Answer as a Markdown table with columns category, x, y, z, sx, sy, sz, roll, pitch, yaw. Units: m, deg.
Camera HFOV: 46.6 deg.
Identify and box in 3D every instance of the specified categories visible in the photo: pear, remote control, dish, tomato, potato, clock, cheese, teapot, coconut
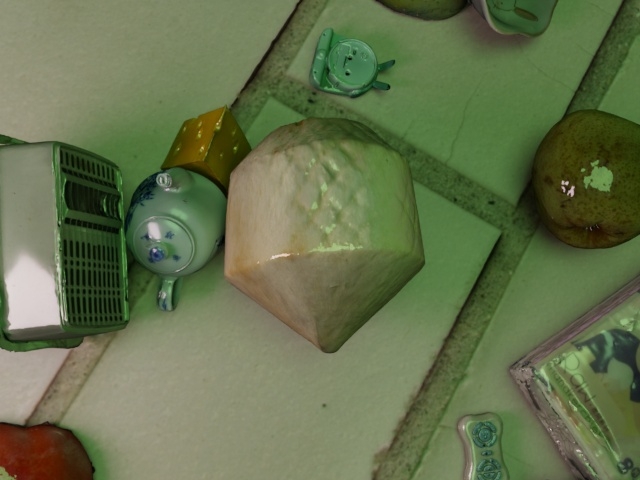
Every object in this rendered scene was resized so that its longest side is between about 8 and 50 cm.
| category | x | y | z | sx | sy | sz | roll | pitch | yaw |
| --- | --- | --- | --- | --- | --- | --- | --- | --- | --- |
| pear | 0.449 | -0.089 | 1.197 | 0.229 | 0.188 | 0.211 | 25 | 76 | -7 |
| remote control | 0.260 | 0.337 | 1.184 | 0.074 | 0.032 | 0.122 | -5 | 84 | -11 |
| dish | 0.308 | -0.448 | 1.267 | 0.229 | 0.081 | 0.229 | 0 | 89 | -34 |
| tomato | -0.438 | 0.354 | 1.027 | 0.228 | 0.112 | 0.199 | 1 | 84 | -7 |
| potato | 0.162 | -0.445 | 1.271 | 0.198 | 0.054 | 0.119 | 29 | 76 | -4 |
| clock | 0.053 | -0.289 | 1.234 | 0.135 | 0.041 | 0.101 | 13 | 80 | -7 |
| cheese | -0.165 | -0.139 | 1.110 | 0.126 | 0.171 | 0.093 | 25 | 79 | -6 |
| teapot | -0.216 | -0.007 | 1.077 | 0.159 | 0.159 | 0.231 | 2 | 117 | -9 |
| coconut | 0.000 | 0.000 | 1.063 | 0.329 | 0.329 | 0.328 | 1 | 82 | -9 |

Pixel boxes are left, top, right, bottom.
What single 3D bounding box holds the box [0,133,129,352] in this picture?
| category | x | y | z | sx | sy | sz | roll | pitch | yaw |
| --- | --- | --- | --- | --- | --- | --- | --- | --- | --- |
| box | -0.382 | 0.006 | 1.030 | 0.166 | 0.220 | 0.290 | -7 | 83 | 11 |

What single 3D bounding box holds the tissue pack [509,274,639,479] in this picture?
| category | x | y | z | sx | sy | sz | roll | pitch | yaw |
| --- | --- | --- | --- | --- | --- | --- | --- | --- | --- |
| tissue pack | 0.507 | 0.215 | 1.196 | 0.344 | 0.125 | 0.242 | -33 | 89 | -10 |
